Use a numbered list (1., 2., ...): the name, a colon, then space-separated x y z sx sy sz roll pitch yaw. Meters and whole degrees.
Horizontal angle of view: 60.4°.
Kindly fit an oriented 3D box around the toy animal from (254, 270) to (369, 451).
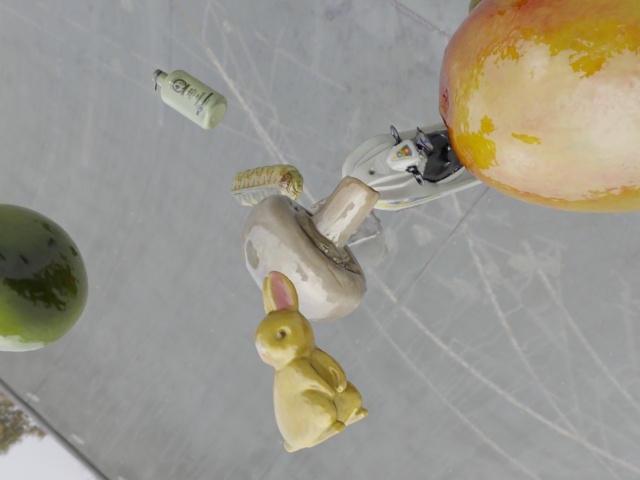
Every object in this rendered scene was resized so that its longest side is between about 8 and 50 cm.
1. toy animal: -0.028 0.106 0.503 0.083 0.070 0.159 -31 76 28

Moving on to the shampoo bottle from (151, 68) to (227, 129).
1. shampoo bottle: -0.275 -0.300 1.127 0.162 0.079 0.079 34 155 5

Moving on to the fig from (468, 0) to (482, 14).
1. fig: 0.436 -0.508 1.381 0.151 0.151 0.259 19 108 41

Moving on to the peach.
1. peach: 0.288 -0.170 0.589 0.333 0.307 0.307 -2 136 26

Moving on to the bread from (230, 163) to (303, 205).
1. bread: -0.139 -0.142 1.437 0.087 0.098 0.270 14 172 -37

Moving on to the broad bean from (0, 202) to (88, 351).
1. broad bean: -0.478 0.054 0.845 0.237 0.119 0.291 71 -163 9

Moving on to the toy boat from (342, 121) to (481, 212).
1. toy boat: 0.167 -0.131 0.911 0.141 0.270 0.140 18 114 46

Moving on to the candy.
1. candy: 0.052 -0.011 1.183 0.195 0.185 0.137 62 -177 -65

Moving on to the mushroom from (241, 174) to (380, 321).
1. mushroom: 0.000 0.000 0.786 0.207 0.215 0.207 39 -167 -11
